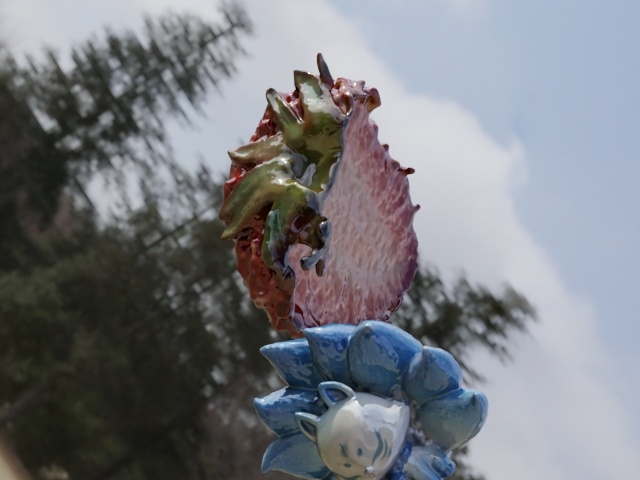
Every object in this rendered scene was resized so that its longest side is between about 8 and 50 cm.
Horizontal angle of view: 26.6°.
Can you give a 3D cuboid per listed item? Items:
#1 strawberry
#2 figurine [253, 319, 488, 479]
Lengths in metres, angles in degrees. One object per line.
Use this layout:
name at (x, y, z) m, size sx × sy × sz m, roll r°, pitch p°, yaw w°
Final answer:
strawberry at (-0.006, -0.001, 0.829) m, size 0.087 × 0.167 × 0.208 m, roll 7°, pitch -29°, yaw 19°
figurine at (0.015, 0.081, 0.636) m, size 0.114 × 0.114 × 0.079 m, roll 59°, pitch 28°, yaw -13°
